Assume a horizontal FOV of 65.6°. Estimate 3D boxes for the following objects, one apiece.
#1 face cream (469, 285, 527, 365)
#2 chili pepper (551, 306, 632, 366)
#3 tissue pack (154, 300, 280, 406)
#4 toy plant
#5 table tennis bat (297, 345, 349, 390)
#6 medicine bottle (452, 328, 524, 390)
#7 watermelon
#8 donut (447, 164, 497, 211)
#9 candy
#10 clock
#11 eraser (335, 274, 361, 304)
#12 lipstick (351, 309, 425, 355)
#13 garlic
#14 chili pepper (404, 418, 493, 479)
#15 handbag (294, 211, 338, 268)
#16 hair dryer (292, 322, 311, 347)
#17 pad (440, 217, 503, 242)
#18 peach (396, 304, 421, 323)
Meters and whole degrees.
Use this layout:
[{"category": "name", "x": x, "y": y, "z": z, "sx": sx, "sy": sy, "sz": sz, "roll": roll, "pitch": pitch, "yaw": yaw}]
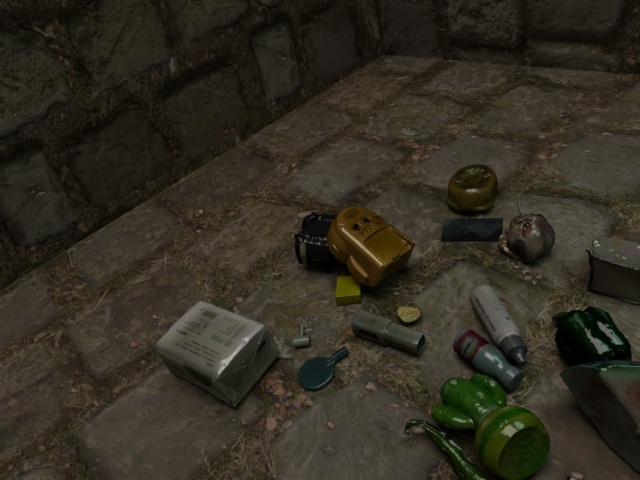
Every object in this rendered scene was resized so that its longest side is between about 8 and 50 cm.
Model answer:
[{"category": "face cream", "x": 0.581, "y": 0.277, "z": 1.603, "sx": 0.092, "sy": 0.092, "sz": 0.311, "roll": -17, "pitch": 38, "yaw": 1}, {"category": "chili pepper", "x": 0.779, "y": 0.276, "z": 1.469, "sx": 0.173, "sy": 0.165, "sz": 0.261, "roll": -28, "pitch": 34, "yaw": 5}, {"category": "tissue pack", "x": -0.367, "y": 0.386, "z": 1.758, "sx": 0.356, "sy": 0.194, "sz": 0.266, "roll": 14, "pitch": 47, "yaw": 37}, {"category": "toy plant", "x": 0.443, "y": 0.485, "z": 1.355, "sx": 0.224, "sy": 0.185, "sz": 0.316, "roll": -18, "pitch": 21, "yaw": -13}, {"category": "table tennis bat", "x": 0.014, "y": 0.427, "z": 1.687, "sx": 0.201, "sy": 0.033, "sz": 0.124, "roll": -34, "pitch": 41, "yaw": -17}, {"category": "medicine bottle", "x": 0.511, "y": 0.363, "z": 1.519, "sx": 0.090, "sy": 0.090, "sz": 0.216, "roll": -31, "pitch": 39, "yaw": -18}, {"category": "watermelon", "x": 0.805, "y": 0.440, "z": 1.228, "sx": 0.387, "sy": 0.228, "sz": 0.258, "roll": 17, "pitch": 78, "yaw": 10}, {"category": "donut", "x": 0.666, "y": -0.230, "z": 2.190, "sx": 0.208, "sy": 0.128, "sz": 0.261, "roll": 2, "pitch": 39, "yaw": 25}, {"category": "candy", "x": 0.974, "y": 0.089, "z": 1.611, "sx": 0.195, "sy": 0.185, "sz": 0.137, "roll": 19, "pitch": 54, "yaw": 38}, {"category": "clock", "x": 0.176, "y": 0.007, "z": 1.941, "sx": 0.244, "sy": 0.200, "sz": 0.317, "roll": -29, "pitch": 66, "yaw": -34}, {"category": "eraser", "x": 0.111, "y": 0.192, "z": 1.940, "sx": 0.097, "sy": 0.045, "sz": 0.122, "roll": -9, "pitch": 36, "yaw": 11}, {"category": "lipstick", "x": 0.232, "y": 0.316, "z": 1.703, "sx": 0.252, "sy": 0.079, "sz": 0.077, "roll": 15, "pitch": 46, "yaw": 34}, {"category": "garlic", "x": 0.747, "y": -0.046, "z": 1.871, "sx": 0.207, "sy": 0.257, "sz": 0.207, "roll": -33, "pitch": -4, "yaw": -3}, {"category": "chili pepper", "x": 0.367, "y": 0.594, "z": 1.293, "sx": 0.085, "sy": 0.076, "sz": 0.359, "roll": -48, "pitch": 45, "yaw": -5}, {"category": "handbag", "x": 0.000, "y": 0.000, "z": 2.123, "sx": 0.181, "sy": 0.181, "sz": 0.254, "roll": 9, "pitch": 44, "yaw": 19}, {"category": "hair dryer", "x": -0.065, "y": 0.343, "z": 1.831, "sx": 0.063, "sy": 0.038, "sz": 0.124, "roll": -10, "pitch": 30, "yaw": 7}, {"category": "pad", "x": 0.630, "y": -0.044, "z": 2.068, "sx": 0.242, "sy": 0.004, "sz": 0.164, "roll": 0, "pitch": 40, "yaw": 22}, {"category": "peach", "x": 0.315, "y": 0.259, "z": 1.764, "sx": 0.083, "sy": 0.050, "sz": 0.077, "roll": -33, "pitch": 62, "yaw": -6}]
